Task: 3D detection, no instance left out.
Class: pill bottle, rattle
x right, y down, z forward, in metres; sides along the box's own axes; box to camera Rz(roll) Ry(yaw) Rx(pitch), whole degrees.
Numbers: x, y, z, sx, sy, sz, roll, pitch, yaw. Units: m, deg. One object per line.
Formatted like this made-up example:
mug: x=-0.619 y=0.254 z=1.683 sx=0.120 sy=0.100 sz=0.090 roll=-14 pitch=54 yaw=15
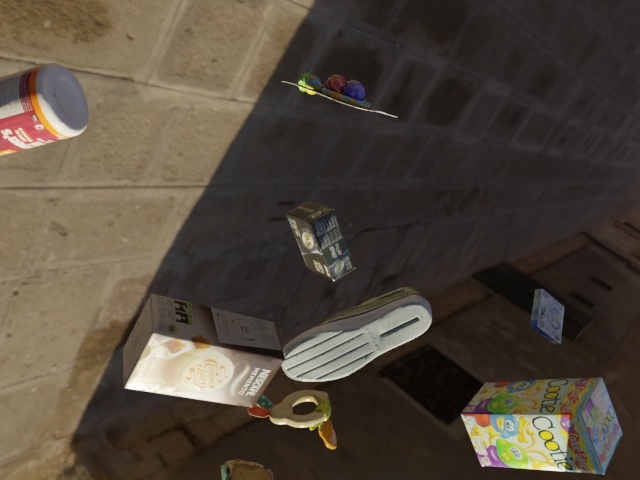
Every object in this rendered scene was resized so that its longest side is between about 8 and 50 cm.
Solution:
pill bottle: x=-0.512 y=-0.209 z=1.072 sx=0.221 sy=0.121 sz=0.121 roll=-11 pitch=161 yaw=14
rattle: x=-0.069 y=0.451 z=1.607 sx=0.200 sy=0.130 sz=0.142 roll=-11 pitch=129 yaw=-3

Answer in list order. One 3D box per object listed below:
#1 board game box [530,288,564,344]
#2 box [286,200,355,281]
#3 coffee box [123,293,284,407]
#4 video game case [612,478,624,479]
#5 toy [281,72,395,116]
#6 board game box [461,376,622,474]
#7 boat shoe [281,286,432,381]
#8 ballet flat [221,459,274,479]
board game box: x=0.484 y=0.162 z=1.376 sx=0.090 sy=0.020 sz=0.090 roll=35 pitch=59 yaw=-29
box: x=0.000 y=0.000 z=1.714 sx=0.078 sy=0.147 sz=0.180 roll=-30 pitch=115 yaw=-21
coffee box: x=-0.207 y=0.201 z=1.150 sx=0.247 sy=0.098 sz=0.141 roll=17 pitch=121 yaw=-28
video game case: x=0.696 y=0.737 z=1.490 sx=0.035 sy=0.248 sz=0.274 roll=0 pitch=128 yaw=-10
toy: x=0.044 y=-0.325 z=1.388 sx=0.137 sy=0.237 sz=0.056 roll=-1 pitch=110 yaw=-46
board game box: x=0.473 y=0.395 z=1.396 sx=0.275 sy=0.142 sz=0.144 roll=-14 pitch=-168 yaw=43
boat shoe: x=0.068 y=0.180 z=1.240 sx=0.302 sy=0.109 sz=0.094 roll=-21 pitch=-163 yaw=3
ballet flat: x=-0.109 y=0.371 z=0.980 sx=0.073 sy=0.080 sz=0.232 roll=-11 pitch=168 yaw=-13
